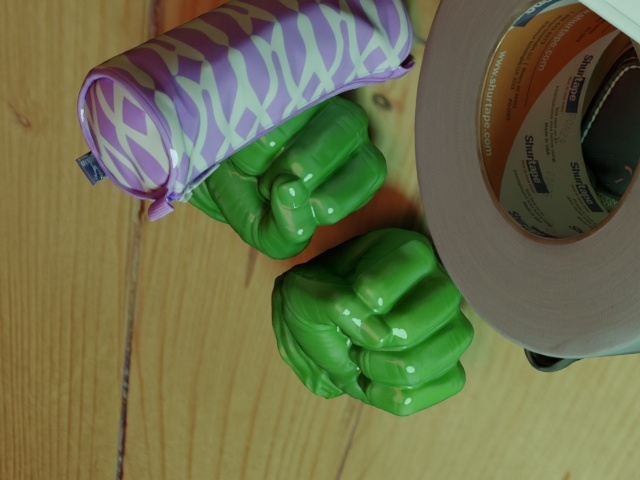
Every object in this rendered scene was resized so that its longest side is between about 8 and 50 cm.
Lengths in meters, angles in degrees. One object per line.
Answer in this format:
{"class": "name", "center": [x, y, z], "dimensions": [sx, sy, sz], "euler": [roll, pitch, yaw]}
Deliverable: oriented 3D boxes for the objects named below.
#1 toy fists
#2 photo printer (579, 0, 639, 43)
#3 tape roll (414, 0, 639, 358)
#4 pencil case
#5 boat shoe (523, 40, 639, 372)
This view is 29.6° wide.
{"class": "toy fists", "center": [0.000, 0.000, 0.818], "dimensions": [0.142, 0.096, 0.279], "euler": [-15, 109, 49]}
{"class": "photo printer", "center": [0.176, -0.178, 0.307], "dimensions": [0.307, 0.256, 0.107], "euler": [-51, 46, 20]}
{"class": "tape roll", "center": [0.136, -0.056, 0.566], "dimensions": [0.219, 0.072, 0.219], "euler": [0, 90, 58]}
{"class": "pencil case", "center": [-0.038, -0.094, 0.687], "dimensions": [0.088, 0.206, 0.086], "euler": [54, 149, 2]}
{"class": "boat shoe", "center": [0.161, -0.008, 0.668], "dimensions": [0.080, 0.073, 0.223], "euler": [31, 139, 22]}
